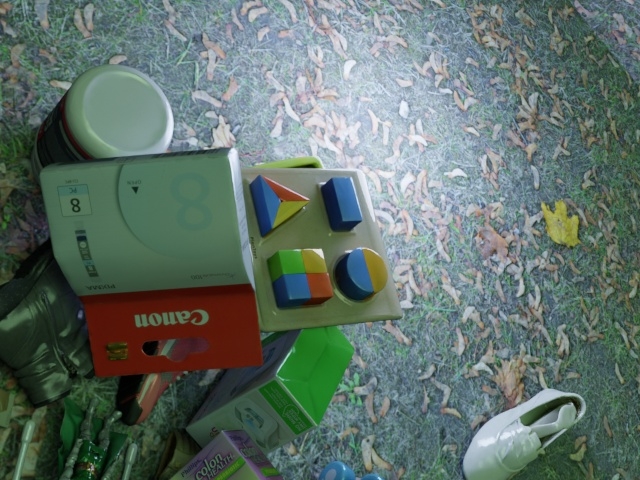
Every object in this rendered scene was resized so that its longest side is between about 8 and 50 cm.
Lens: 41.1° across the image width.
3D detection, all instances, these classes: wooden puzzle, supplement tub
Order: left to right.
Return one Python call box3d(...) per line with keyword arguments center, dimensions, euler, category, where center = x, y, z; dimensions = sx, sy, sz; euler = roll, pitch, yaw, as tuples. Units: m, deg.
box3d(center=(-0.400, -0.180, 1.540), dimensions=(0.191, 0.272, 0.191), euler=(13, 67, -32), category="supplement tub")
box3d(center=(0.000, 0.000, 1.596), dimensions=(0.348, 0.080, 0.322), euler=(0, 67, -36), category="wooden puzzle")

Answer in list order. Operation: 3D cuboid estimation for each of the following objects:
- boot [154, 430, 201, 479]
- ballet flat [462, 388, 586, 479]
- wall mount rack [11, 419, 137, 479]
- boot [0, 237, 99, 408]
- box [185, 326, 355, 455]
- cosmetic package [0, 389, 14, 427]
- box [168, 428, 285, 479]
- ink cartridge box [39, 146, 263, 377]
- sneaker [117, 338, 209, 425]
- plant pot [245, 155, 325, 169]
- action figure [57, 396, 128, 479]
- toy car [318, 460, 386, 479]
box3d(center=(-0.196, 0.463, 1.516), dimensions=(0.204, 0.095, 0.262), euler=(30, 25, -21), category="boot")
box3d(center=(0.497, 0.459, 2.036), dimensions=(0.400, 0.139, 0.139), euler=(-24, 88, -38), category="ballet flat")
box3d(center=(-0.399, 0.467, 1.396), dimensions=(0.350, 0.130, 0.304), euler=(26, 23, -38), category="wall mount rack")
box3d(center=(-0.446, 0.117, 1.525), dimensions=(0.222, 0.118, 0.338), euler=(52, 59, -17), category="boot")
box3d(center=(-0.085, 0.274, 1.576), dimensions=(0.126, 0.231, 0.262), euler=(52, 28, -9), category="box")
box3d(center=(-0.549, 0.265, 1.384), dimensions=(0.115, 0.041, 0.060), euler=(58, 34, -65), category="cosmetic package")
box3d(center=(-0.145, 0.468, 1.380), dimensions=(0.213, 0.117, 0.243), euler=(-43, 74, 2), category="box")
box3d(center=(-0.269, 0.051, 1.401), dimensions=(0.308, 0.091, 0.384), euler=(-5, 103, 6), category="ink cartridge box")
box3d(center=(-0.264, 0.215, 1.598), dimensions=(0.136, 0.116, 0.313), euler=(36, 57, -22), category="sneaker")
box3d(center=(-0.104, -0.022, 1.734), dimensions=(0.227, 0.207, 0.228), euler=(-15, 83, -38), category="plant pot")
box3d(center=(-0.379, 0.361, 1.398), dimensions=(0.137, 0.063, 0.232), euler=(35, 25, -22), category="action figure")
box3d(center=(0.085, 0.597, 1.669), dimensions=(0.219, 0.210, 0.237), euler=(41, 67, -30), category="toy car")
